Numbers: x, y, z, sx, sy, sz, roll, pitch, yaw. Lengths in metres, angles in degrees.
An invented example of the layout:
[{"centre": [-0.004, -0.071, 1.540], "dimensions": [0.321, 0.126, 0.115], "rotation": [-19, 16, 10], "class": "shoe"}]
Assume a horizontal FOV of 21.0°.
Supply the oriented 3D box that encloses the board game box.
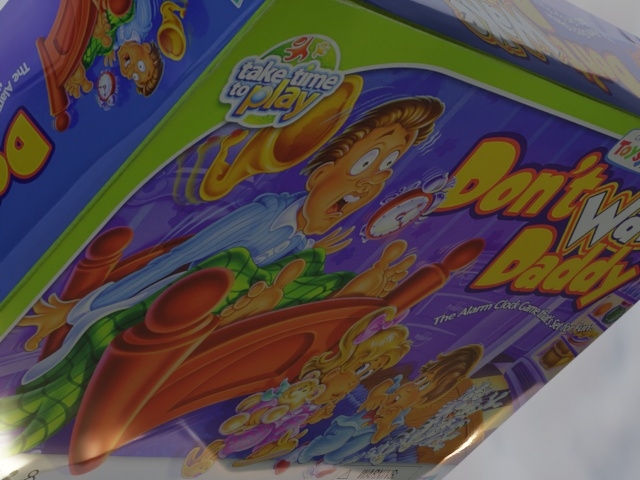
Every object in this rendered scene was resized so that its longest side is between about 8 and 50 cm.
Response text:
[{"centre": [0.000, 0.000, 0.649], "dimensions": [0.347, 0.233, 0.078], "rotation": [11, -141, -53], "class": "board game box"}]
